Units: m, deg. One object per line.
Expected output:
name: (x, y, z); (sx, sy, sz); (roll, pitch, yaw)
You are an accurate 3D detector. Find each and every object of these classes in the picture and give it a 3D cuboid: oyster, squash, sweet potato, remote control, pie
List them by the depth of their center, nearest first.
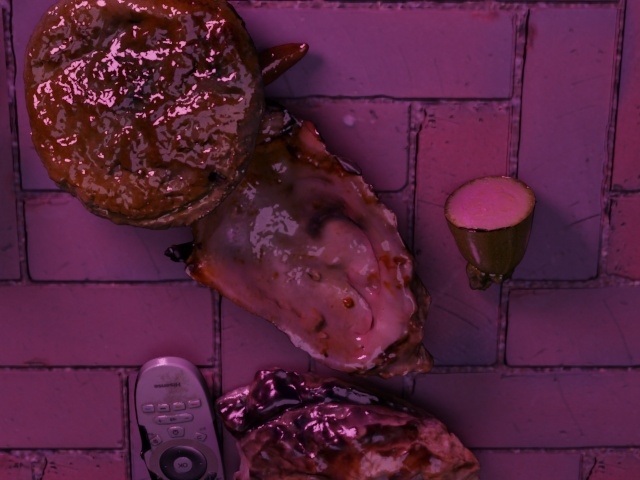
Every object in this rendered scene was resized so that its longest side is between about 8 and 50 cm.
pie: (-0.190, -0.147, 1.769); (0.277, 0.078, 0.277); (1, 93, 11)
sweet potato: (-0.094, -0.176, 1.814); (0.179, 0.044, 0.044); (-19, 112, 7)
oyster: (0.011, 0.005, 1.862); (0.361, 0.096, 0.221); (34, 111, -13)
squash: (0.197, 0.010, 1.880); (0.105, 0.105, 0.132); (-9, 125, 3)
oyster: (0.024, 0.257, 1.972); (0.271, 0.100, 0.275); (-31, 115, 27)
remote control: (-0.165, 0.244, 1.990); (0.097, 0.045, 0.256); (-4, 116, 4)
